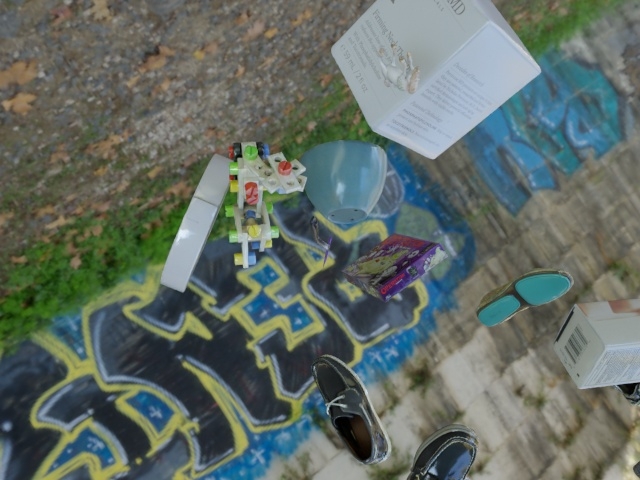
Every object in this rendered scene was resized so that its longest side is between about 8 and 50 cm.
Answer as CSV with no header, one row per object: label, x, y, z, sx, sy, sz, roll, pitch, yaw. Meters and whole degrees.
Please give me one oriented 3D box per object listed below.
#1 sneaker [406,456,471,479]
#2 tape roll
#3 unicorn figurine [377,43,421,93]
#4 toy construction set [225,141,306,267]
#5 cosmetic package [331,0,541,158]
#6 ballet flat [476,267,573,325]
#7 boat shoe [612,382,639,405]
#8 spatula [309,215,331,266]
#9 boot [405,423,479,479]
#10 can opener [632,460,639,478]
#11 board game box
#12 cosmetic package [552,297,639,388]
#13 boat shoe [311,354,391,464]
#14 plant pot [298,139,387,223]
sneaker,0.255,0.544,1.372,0.104,0.095,0.236,-44,-168,-25
tape roll,-0.328,-0.049,1.741,0.392,0.072,0.392,-157,-90,-81
unicorn figurine,0.164,-0.369,1.397,0.060,0.162,0.111,-17,136,-5
toy construction set,-0.150,-0.103,1.493,0.151,0.215,0.328,4,146,-22
cosmetic package,0.310,-0.499,1.766,0.393,0.330,0.327,-40,147,28
ballet flat,0.639,0.158,2.021,0.348,0.123,0.123,-39,175,40
boat shoe,0.932,0.435,1.885,0.119,0.335,0.121,-24,145,-44
spatula,0.000,0.000,1.820,0.030,0.084,0.296,8,160,15
boot,0.163,0.397,0.904,0.179,0.085,0.236,-83,-161,-64
can opener,0.985,0.566,1.728,0.076,0.095,0.283,23,113,-46
board game box,0.195,0.066,1.789,0.208,0.056,0.347,-31,-169,-10
cosmetic package,0.687,0.217,1.397,0.296,0.129,0.153,-2,131,-14
boat shoe,0.049,0.318,1.224,0.084,0.233,0.079,-43,153,22
plant pot,0.078,-0.167,2.055,0.290,0.196,0.290,-3,160,-1
